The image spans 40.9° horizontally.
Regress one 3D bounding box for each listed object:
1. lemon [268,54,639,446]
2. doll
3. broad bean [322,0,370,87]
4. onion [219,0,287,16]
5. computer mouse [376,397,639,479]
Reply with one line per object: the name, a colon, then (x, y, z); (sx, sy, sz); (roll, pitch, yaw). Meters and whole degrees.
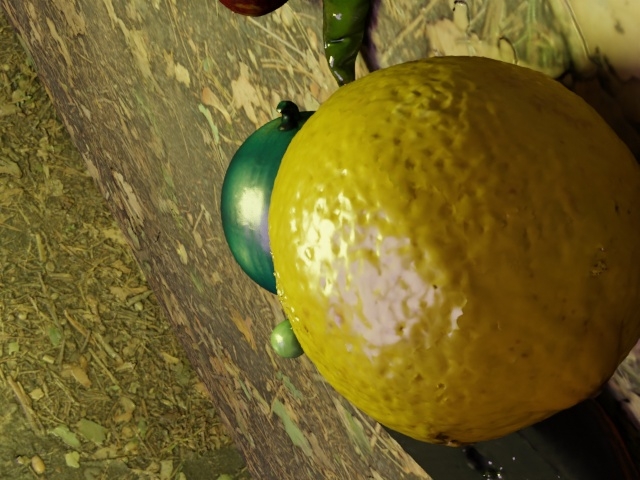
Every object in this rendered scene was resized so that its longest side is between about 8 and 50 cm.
lemon: (0.098, 0.005, 0.613); (0.293, 0.293, 0.293); (48, 154, 32)
doll: (0.001, 0.000, 0.912); (0.186, 0.198, 0.322); (8, 124, 33)
broad bean: (0.025, -0.223, 0.811); (0.061, 0.046, 0.195); (54, 156, 41)
onion: (-0.073, -0.283, 0.872); (0.118, 0.118, 0.117); (45, 175, 37)
computer mouse: (0.163, 0.167, 0.810); (0.323, 0.116, 0.183); (44, 134, 6)
